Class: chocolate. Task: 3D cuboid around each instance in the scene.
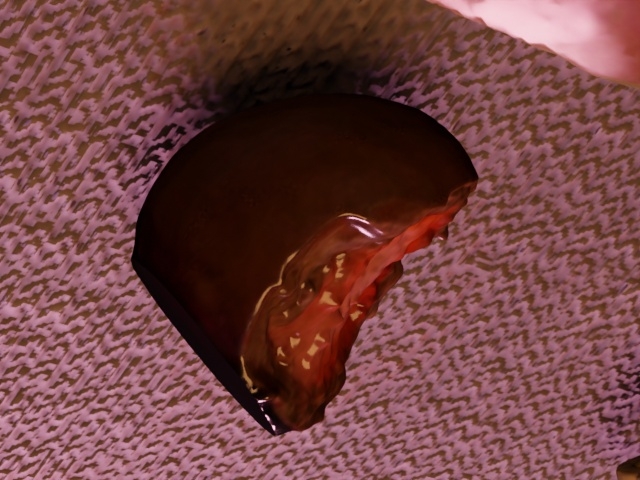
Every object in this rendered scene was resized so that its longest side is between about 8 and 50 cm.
[{"bbox_3d":[0.000,0.000,0.620,0.133,0.124,0.127,-37,102,-16],"label":"chocolate"}]

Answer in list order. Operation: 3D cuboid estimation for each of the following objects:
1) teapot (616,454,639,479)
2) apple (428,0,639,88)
[{"bbox_3d":[0.226,0.117,0.791,0.166,0.130,0.119,-17,175,40],"label":"teapot"},{"bbox_3d":[0.093,-0.148,0.422,0.246,0.246,0.226,-24,146,7],"label":"apple"}]
